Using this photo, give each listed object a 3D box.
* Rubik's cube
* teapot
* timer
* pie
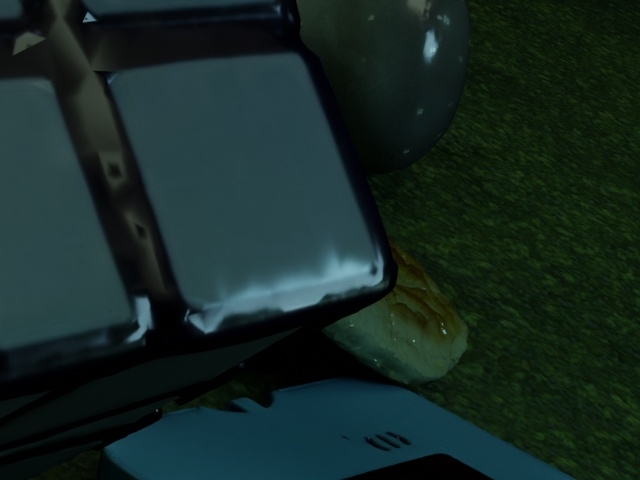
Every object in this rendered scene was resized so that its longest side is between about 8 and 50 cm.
[{"bbox_3d":[-0.191,-0.042,0.561,0.293,0.288,0.283,-14,78,-43],"label":"Rubik's cube"},{"bbox_3d":[-0.019,-0.151,1.200,0.251,0.183,0.183,8,29,-8],"label":"teapot"},{"bbox_3d":[0.033,0.161,0.791,0.250,0.091,0.232,30,25,37],"label":"timer"},{"bbox_3d":[0.000,0.000,0.967,0.240,0.054,0.240,43,9,-8],"label":"pie"}]
